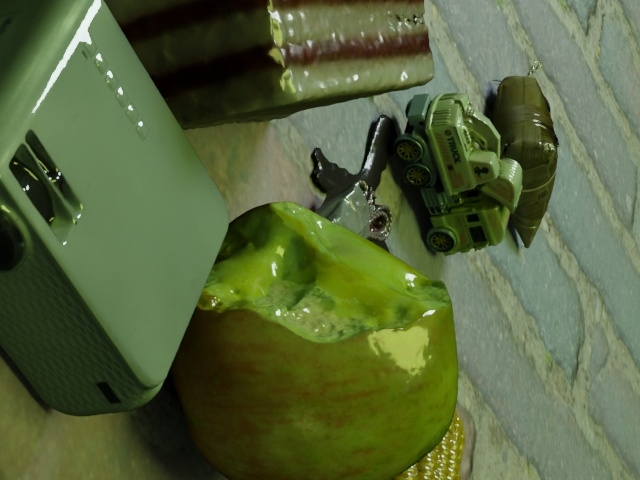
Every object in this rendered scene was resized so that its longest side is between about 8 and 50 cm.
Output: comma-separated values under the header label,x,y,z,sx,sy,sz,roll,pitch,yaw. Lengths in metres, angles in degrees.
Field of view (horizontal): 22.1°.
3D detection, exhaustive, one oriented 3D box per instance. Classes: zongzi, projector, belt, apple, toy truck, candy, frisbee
label,x,y,z,sx,sy,sz,roll,pitch,yaw
zongzi,0.258,-0.111,2.097,0.189,0.081,0.178,-90,176,-47
projector,-0.183,-0.026,1.178,0.250,0.108,0.198,60,33,-36
belt,0.000,0.000,1.558,0.232,0.053,0.071,-36,111,-56
apple,0.002,0.089,1.334,0.246,0.226,0.246,-1,90,-79
toy truck,0.160,-0.078,1.810,0.085,0.116,0.191,-68,144,-48
candy,-0.044,-0.173,1.404,0.320,0.179,0.135,-18,98,-62
frisbee,0.041,-0.047,1.702,0.187,0.012,0.211,22,63,-58

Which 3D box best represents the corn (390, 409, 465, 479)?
label,x,y,z,sx,sy,sz,roll,pitch,yaw
corn,0.062,0.258,1.523,0.130,0.130,0.347,65,29,-26
